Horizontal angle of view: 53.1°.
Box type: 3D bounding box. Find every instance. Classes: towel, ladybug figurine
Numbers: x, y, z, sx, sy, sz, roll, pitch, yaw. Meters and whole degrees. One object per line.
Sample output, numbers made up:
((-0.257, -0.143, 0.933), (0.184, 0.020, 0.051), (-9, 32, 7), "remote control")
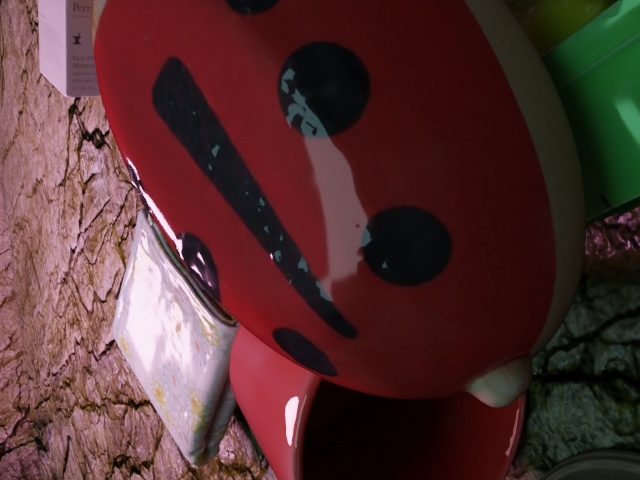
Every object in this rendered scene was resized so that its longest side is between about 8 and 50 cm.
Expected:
((-0.244, 0.160, 1.096), (0.320, 0.090, 0.375), (50, 135, 33), "towel")
((-0.018, -0.073, 0.446), (0.449, 0.161, 0.305), (50, 125, 20), "ladybug figurine")

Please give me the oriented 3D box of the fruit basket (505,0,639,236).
((0.202, -0.204, 0.445), (0.327, 0.165, 0.353), (-36, 66, 50), "fruit basket")

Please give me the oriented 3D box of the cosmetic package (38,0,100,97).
((-0.431, -0.384, 1.207), (0.151, 0.151, 0.184), (39, 130, 39), "cosmetic package")

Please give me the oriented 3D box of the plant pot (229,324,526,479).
((0.034, 0.158, 0.684), (0.243, 0.274, 0.275), (15, 111, 59), "plant pot")

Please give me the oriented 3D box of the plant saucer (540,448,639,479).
((0.292, 0.324, 0.560), (0.277, 0.041, 0.278), (20, 115, 48), "plant saucer")
